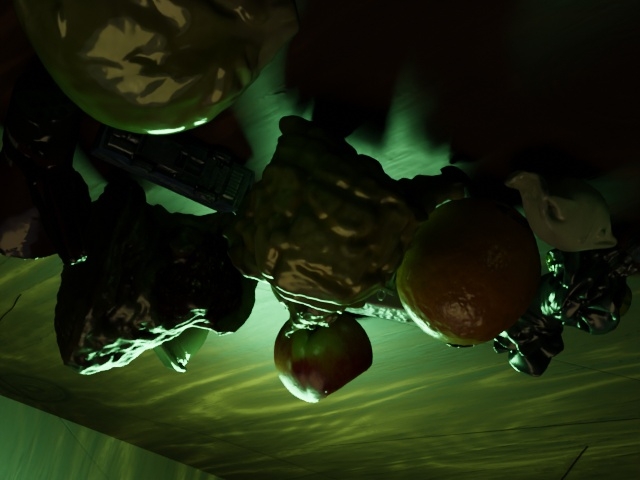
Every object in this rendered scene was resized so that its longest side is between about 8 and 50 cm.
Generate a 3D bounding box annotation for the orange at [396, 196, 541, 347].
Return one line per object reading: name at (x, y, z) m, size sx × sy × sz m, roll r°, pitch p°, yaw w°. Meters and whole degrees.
orange at (0.209, 0.042, 1.839) m, size 0.193 × 0.219 × 0.219 m, roll 21°, pitch 156°, yaw -18°

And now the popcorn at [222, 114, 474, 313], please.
popcorn at (0.010, -0.032, 1.759) m, size 0.293 × 0.237 × 0.293 m, roll 21°, pitch -161°, yaw -8°

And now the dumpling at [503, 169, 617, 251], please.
dumpling at (0.317, -0.043, 1.746) m, size 0.169 × 0.099 × 0.134 m, roll 6°, pitch -166°, yaw -31°

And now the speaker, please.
speaker at (-0.419, -0.080, 1.873) m, size 0.198 × 0.259 × 0.329 m, roll 13°, pitch 158°, yaw -11°

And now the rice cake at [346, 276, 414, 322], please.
rice cake at (0.167, 0.105, 2.192) m, size 0.399 × 0.070 × 0.064 m, roll 10°, pitch 153°, yaw 8°

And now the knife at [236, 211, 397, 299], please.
knife at (0.000, 0.000, 2.038) m, size 0.278 × 0.123 × 0.053 m, roll 18°, pitch -172°, yaw 12°

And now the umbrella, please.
umbrella at (0.360, 0.082, 1.876) m, size 0.143 × 0.094 × 0.349 m, roll 41°, pitch 140°, yaw -9°

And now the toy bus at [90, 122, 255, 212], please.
toy bus at (-0.217, -0.117, 1.912) m, size 0.237 × 0.079 × 0.094 m, roll 25°, pitch 171°, yaw -24°

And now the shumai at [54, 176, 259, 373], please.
shumai at (-0.247, 0.079, 2.056) m, size 0.289 × 0.329 × 0.292 m, roll 22°, pitch 167°, yaw -24°

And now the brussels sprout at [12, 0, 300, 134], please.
brussels sprout at (-0.181, -0.251, 1.402) m, size 0.317 × 0.242 × 0.273 m, roll 11°, pitch 133°, yaw -5°

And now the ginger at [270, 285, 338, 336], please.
ginger at (-0.001, 0.082, 2.134) m, size 0.214 × 0.059 × 0.133 m, roll -20°, pitch 104°, yaw 40°

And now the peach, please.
peach at (0.007, 0.221, 2.398) m, size 0.190 × 0.190 × 0.192 m, roll 0°, pitch 134°, yaw 29°

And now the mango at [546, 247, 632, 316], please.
mango at (0.403, 0.066, 1.960) m, size 0.165 × 0.074 × 0.091 m, roll 32°, pitch 161°, yaw -24°

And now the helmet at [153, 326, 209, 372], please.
helmet at (-0.274, 0.136, 2.437) m, size 0.204 × 0.137 × 0.257 m, roll 55°, pitch 168°, yaw -2°
